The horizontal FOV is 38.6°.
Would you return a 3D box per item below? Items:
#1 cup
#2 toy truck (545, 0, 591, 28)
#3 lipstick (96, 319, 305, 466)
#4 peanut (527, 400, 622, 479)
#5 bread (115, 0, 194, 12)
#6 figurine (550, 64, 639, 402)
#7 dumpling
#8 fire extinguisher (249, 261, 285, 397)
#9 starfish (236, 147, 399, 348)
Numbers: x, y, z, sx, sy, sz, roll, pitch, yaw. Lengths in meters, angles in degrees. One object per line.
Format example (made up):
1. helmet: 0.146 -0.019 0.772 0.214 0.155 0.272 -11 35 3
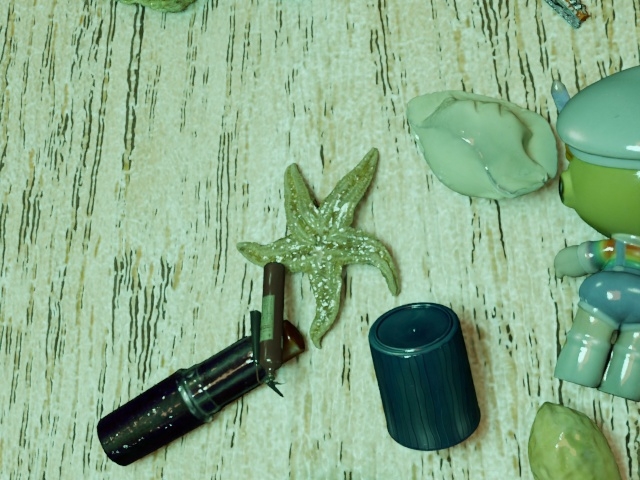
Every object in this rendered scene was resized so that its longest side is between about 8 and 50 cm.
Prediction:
1. cup: 0.116 0.148 1.081 0.114 0.150 0.138 -17 118 -5
2. toy truck: 0.308 -0.307 1.167 0.083 0.024 0.032 51 126 15
3. lipstick: -0.155 0.197 1.194 0.300 0.081 0.081 -30 74 8
4. peanut: 0.305 0.306 1.024 0.101 0.117 0.263 -14 73 -8
5. bread: -0.262 -0.426 1.308 0.246 0.121 0.174 26 90 21
6. figurine: 0.372 -0.012 1.010 0.225 0.205 0.381 1 84 8
7. dumpling: 0.205 -0.130 1.134 0.155 0.111 0.181 -29 85 -24
8. fire extinguisher: -0.068 0.110 1.147 0.049 0.035 0.173 -3 61 7
9. starfish: 0.000 0.000 1.202 0.236 0.062 0.277 15 90 24
